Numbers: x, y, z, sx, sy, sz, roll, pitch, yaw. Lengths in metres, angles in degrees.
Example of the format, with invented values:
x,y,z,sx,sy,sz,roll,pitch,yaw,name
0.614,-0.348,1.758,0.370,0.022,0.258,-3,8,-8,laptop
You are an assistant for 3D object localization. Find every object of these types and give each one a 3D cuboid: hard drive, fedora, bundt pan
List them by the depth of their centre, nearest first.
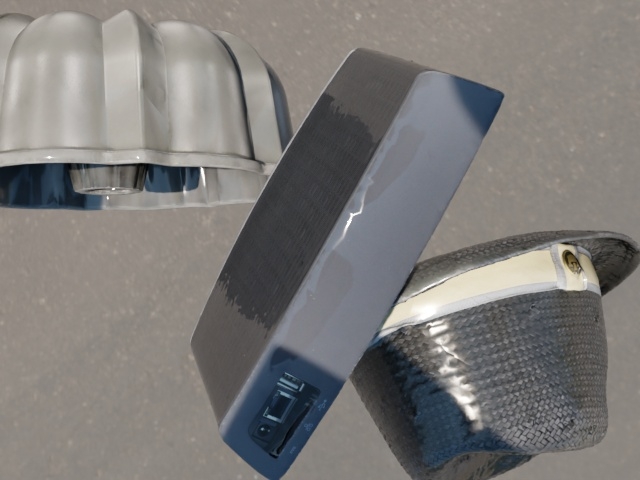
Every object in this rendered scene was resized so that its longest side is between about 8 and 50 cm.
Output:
x,y,z,sx,sy,sz,roll,pitch,yaw,name
0.000,0.000,0.563,0.054,0.172,0.255,26,99,-22,hard drive
-0.173,-0.099,0.744,0.330,0.331,0.124,1,86,-20,bundt pan
0.137,0.114,0.745,0.334,0.153,0.334,-15,161,-5,fedora
